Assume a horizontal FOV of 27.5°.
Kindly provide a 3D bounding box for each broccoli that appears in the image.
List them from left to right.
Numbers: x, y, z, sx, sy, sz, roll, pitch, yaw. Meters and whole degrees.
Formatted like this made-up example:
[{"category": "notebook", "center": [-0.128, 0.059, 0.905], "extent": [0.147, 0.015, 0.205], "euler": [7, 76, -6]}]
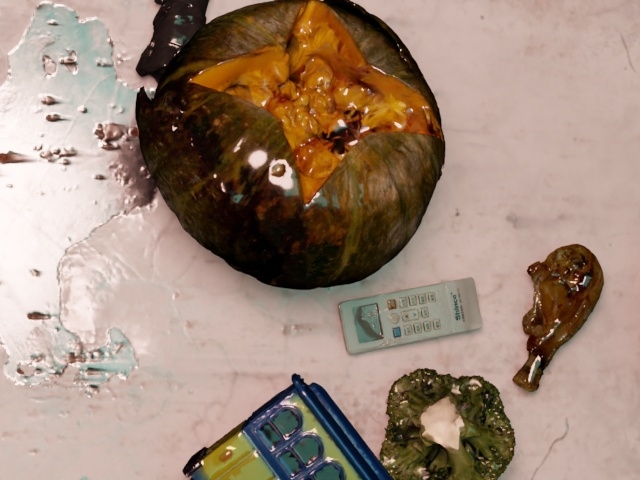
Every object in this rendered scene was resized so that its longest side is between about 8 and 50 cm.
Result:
[{"category": "broccoli", "center": [0.136, 0.216, 1.407], "extent": [0.145, 0.138, 0.162], "euler": [0, 70, 11]}]

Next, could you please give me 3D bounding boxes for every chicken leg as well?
[{"category": "chicken leg", "center": [0.261, 0.085, 1.496], "extent": [0.093, 0.070, 0.178], "euler": [23, 90, -13]}]

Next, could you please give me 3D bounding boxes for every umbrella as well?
[{"category": "umbrella", "center": [-0.137, -0.280, 1.411], "extent": [0.066, 0.059, 0.236], "euler": [22, 77, -38]}]

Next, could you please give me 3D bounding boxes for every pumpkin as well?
[{"category": "pumpkin", "center": [-0.022, -0.098, 1.326], "extent": [0.320, 0.192, 0.320], "euler": [9, 55, -13]}]

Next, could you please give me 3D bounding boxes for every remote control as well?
[{"category": "remote control", "center": [0.101, 0.083, 1.464], "extent": [0.162, 0.029, 0.061], "euler": [-9, 86, -12]}]

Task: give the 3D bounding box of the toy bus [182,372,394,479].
[{"category": "toy bus", "center": [0.004, 0.295, 1.334], "extent": [0.175, 0.138, 0.288], "euler": [-37, 89, -3]}]
